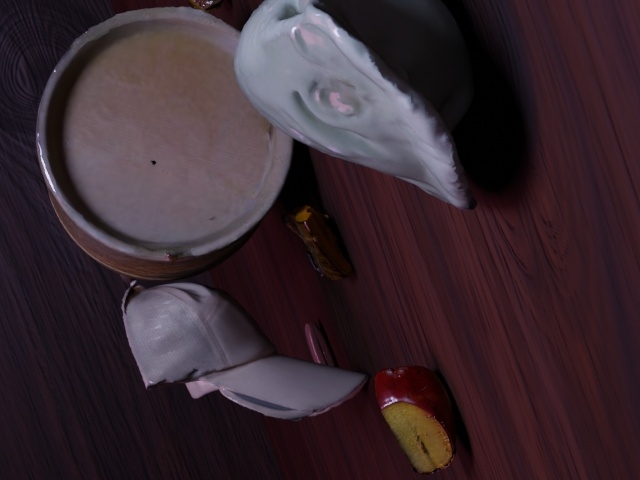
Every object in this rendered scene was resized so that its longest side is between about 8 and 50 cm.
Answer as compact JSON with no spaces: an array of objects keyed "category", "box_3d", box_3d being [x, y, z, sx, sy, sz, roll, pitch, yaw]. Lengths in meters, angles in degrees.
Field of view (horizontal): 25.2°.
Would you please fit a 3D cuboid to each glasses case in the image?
[{"category":"glasses case","box_3d":[0.002,0.132,1.630,0.032,0.021,0.083,120,129,-78]}]

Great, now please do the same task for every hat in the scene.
[{"category":"hat","box_3d":[-0.071,0.103,1.420,0.219,0.226,0.164,64,-163,-83]}]

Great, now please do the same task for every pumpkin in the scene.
[{"category":"pumpkin","box_3d":[0.001,0.001,1.320,0.073,0.035,0.101,60,170,-14]}]

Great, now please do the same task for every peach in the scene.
[{"category":"peach","box_3d":[0.077,0.135,1.087,0.077,0.050,0.083,26,-131,-69]}]

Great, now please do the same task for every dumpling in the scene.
[{"category":"dumpling","box_3d":[0.033,-0.091,0.755,0.219,0.153,0.108,-96,28,-85]}]

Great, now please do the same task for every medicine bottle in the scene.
[{"category":"medicine bottle","box_3d":[-0.163,-0.076,1.465,0.406,0.236,0.235,144,105,-80]}]

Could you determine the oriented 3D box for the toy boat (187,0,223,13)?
[{"category":"toy boat","box_3d":[-0.133,-0.297,1.412,0.049,0.047,0.149,5,119,65]}]
